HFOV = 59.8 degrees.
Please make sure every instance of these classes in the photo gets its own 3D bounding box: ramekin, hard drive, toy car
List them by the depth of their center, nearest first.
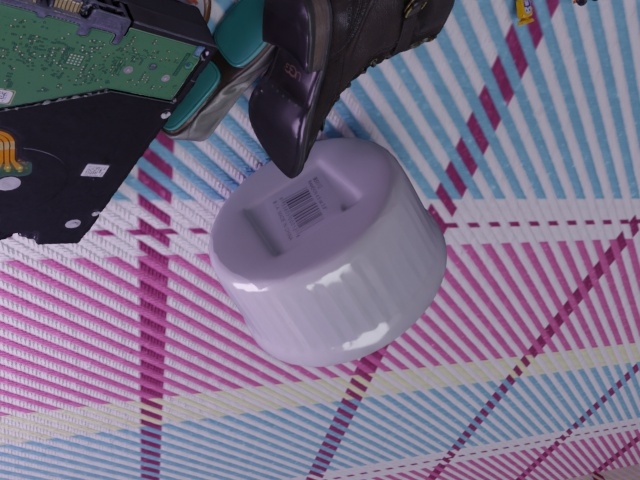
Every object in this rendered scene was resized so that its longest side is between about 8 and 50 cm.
[{"bbox_3d":[-0.283,-0.107,0.521,0.237,0.064,0.339,-3,151,-48],"label":"hard drive"},{"bbox_3d":[0.290,-0.288,0.642,0.122,0.060,0.040,-20,107,-10],"label":"toy car"},{"bbox_3d":[0.000,0.000,0.678,0.277,0.277,0.135,-26,129,7],"label":"ramekin"}]

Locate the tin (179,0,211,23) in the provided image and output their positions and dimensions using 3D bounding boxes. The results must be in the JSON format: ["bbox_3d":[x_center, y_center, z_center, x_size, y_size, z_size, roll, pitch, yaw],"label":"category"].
[{"bbox_3d":[-0.196,-0.217,0.546,0.190,0.040,0.106,-26,142,7],"label":"tin"}]

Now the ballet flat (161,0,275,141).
[{"bbox_3d":[-0.094,-0.188,0.604,0.213,0.072,0.068,-40,162,22],"label":"ballet flat"}]

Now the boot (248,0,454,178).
[{"bbox_3d":[0.046,-0.194,0.588,0.229,0.091,0.263,-31,159,-29],"label":"boot"}]
